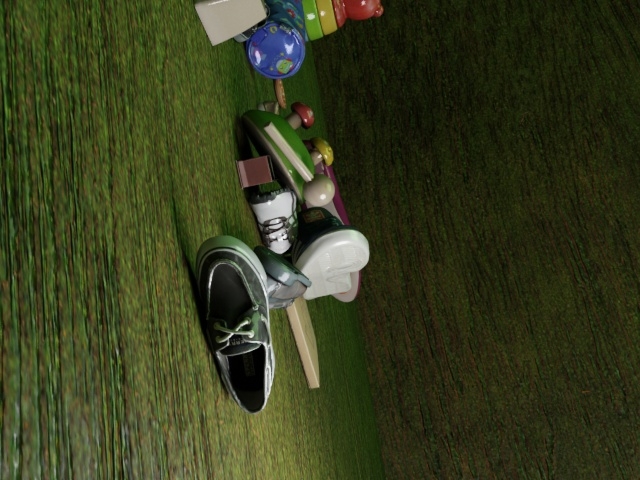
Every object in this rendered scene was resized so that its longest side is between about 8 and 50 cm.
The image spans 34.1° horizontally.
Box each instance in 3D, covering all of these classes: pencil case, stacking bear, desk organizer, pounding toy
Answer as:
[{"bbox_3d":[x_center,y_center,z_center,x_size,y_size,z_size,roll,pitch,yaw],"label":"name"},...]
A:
[{"bbox_3d":[-0.096,-0.454,2.153,0.133,0.119,0.306,42,24,-28],"label":"pencil case"},{"bbox_3d":[0.000,-0.554,2.455,0.164,0.289,0.175,-55,133,-83],"label":"stacking bear"},{"bbox_3d":[-0.100,-0.114,1.699,0.130,0.050,0.047,-54,132,-83],"label":"desk organizer"},{"bbox_3d":[-0.034,-0.160,1.747,0.183,0.110,0.237,58,-8,-18],"label":"pounding toy"}]

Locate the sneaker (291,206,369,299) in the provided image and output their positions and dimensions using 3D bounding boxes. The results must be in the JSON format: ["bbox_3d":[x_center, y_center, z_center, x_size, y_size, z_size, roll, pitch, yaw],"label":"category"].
[{"bbox_3d":[0.000,0.000,1.835,0.350,0.131,0.148,116,-37,-74],"label":"sneaker"}]

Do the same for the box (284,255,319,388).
[{"bbox_3d":[-0.036,0.151,1.961,0.164,0.021,0.201,-93,169,-60],"label":"box"}]

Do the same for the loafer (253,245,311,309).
[{"bbox_3d":[-0.077,0.061,1.504,0.096,0.084,0.267,37,-1,7],"label":"loafer"}]

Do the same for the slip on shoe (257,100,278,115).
[{"bbox_3d":[-0.092,-0.210,2.059,0.051,0.041,0.135,43,35,-81],"label":"slip on shoe"}]

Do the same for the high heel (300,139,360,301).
[{"bbox_3d":[0.023,-0.051,2.410,0.181,0.127,0.377,-49,124,-70],"label":"high heel"}]

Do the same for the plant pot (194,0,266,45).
[{"bbox_3d":[-0.141,-0.386,1.622,0.109,0.096,0.109,67,11,-64],"label":"plant pot"}]

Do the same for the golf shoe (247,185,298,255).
[{"bbox_3d":[-0.068,-0.030,1.723,0.198,0.077,0.094,54,25,-75],"label":"golf shoe"}]

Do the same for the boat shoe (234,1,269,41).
[{"bbox_3d":[-0.130,-0.414,1.908,0.228,0.076,0.080,-57,135,-82],"label":"boat shoe"}]

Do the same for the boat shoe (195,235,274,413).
[{"bbox_3d":[-0.090,0.098,1.180,0.070,0.078,0.219,-95,173,-59],"label":"boat shoe"}]

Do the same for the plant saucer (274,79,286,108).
[{"bbox_3d":[-0.097,-0.355,2.487,0.083,0.013,0.083,-12,90,-84],"label":"plant saucer"}]
